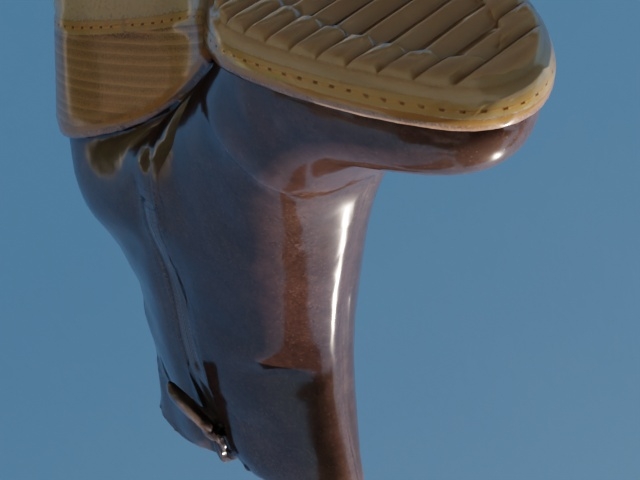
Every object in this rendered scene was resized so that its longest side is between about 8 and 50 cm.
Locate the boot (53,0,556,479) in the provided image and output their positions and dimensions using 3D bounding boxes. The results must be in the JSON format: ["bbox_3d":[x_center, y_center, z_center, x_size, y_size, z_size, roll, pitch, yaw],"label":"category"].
[{"bbox_3d":[0.000,0.000,0.644,0.090,0.207,0.248,-28,-151,-29],"label":"boot"}]
